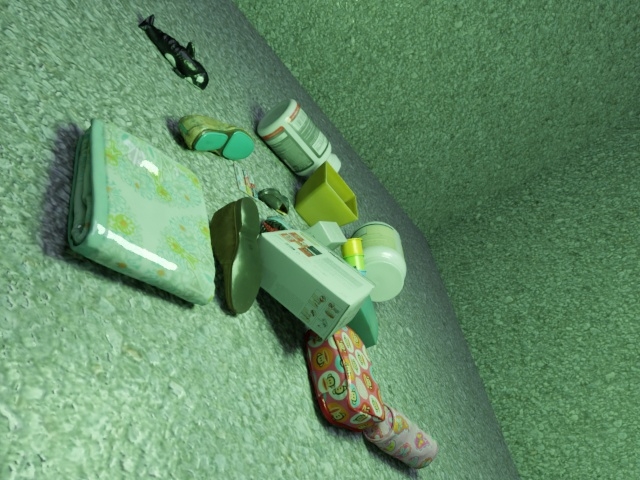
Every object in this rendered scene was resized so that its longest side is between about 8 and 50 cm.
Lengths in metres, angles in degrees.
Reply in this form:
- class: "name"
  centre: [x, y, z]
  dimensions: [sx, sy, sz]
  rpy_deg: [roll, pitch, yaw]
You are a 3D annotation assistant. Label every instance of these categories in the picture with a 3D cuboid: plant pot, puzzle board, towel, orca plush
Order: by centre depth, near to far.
- class: "towel"
  centre: [-0.370, -0.067, 1.015]
  dimensions: [0.321, 0.090, 0.374]
  rpy_deg: [34, 30, -46]
- class: "plant pot"
  centre: [0.089, 0.242, 1.541]
  dimensions: [0.234, 0.166, 0.165]
  rpy_deg: [61, 18, -13]
- class: "puzzle board"
  centre: [-0.255, -0.201, 1.607]
  dimensions: [0.096, 0.011, 0.128]
  rpy_deg: [35, 29, -48]
- class: "orca plush"
  centre: [-0.484, -0.671, 1.641]
  dimensions: [0.287, 0.102, 0.151]
  rpy_deg: [52, 20, -15]
- class: "plant pot"
  centre: [0.013, -0.161, 1.915]
  dimensions: [0.212, 0.187, 0.212]
  rpy_deg: [48, 22, -25]

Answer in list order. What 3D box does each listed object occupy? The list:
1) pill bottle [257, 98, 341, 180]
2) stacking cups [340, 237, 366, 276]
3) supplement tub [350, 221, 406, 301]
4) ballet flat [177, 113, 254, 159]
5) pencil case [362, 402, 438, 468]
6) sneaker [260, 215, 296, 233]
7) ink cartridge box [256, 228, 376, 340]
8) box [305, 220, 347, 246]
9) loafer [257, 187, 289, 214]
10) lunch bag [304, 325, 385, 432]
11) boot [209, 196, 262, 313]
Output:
- class: "pill bottle"
  centre: [-0.085, -0.414, 2.037]
  dimensions: [0.363, 0.210, 0.210]
  rpy_deg: [46, 23, -31]
- class: "stacking cups"
  centre: [0.145, 0.153, 1.791]
  dimensions: [0.096, 0.096, 0.315]
  rpy_deg: [12, 65, -63]
- class: "supplement tub"
  centre: [0.240, 0.086, 2.002]
  dimensions: [0.235, 0.236, 0.324]
  rpy_deg: [49, 21, -21]
- class: "ballet flat"
  centre: [-0.330, -0.338, 1.503]
  dimensions: [0.123, 0.123, 0.349]
  rpy_deg: [60, 20, 6]
- class: "pencil case"
  centre: [0.242, 0.597, 1.421]
  dimensions: [0.284, 0.124, 0.124]
  rpy_deg: [43, 24, -36]
- class: "sneaker"
  centre: [-0.082, 0.016, 1.549]
  dimensions: [0.261, 0.104, 0.125]
  rpy_deg: [53, 18, -13]
- class: "ink cartridge box"
  centre: [-0.023, 0.108, 1.339]
  dimensions: [0.310, 0.130, 0.272]
  rpy_deg: [38, 18, 15]
- class: "box"
  centre: [0.000, 0.000, 1.724]
  dimensions: [0.090, 0.130, 0.170]
  rpy_deg: [60, 19, 11]
- class: "loafer"
  centre: [-0.159, -0.139, 1.667]
  dimensions: [0.170, 0.062, 0.061]
  rpy_deg: [21, 46, -57]
- class: "lunch bag"
  centre: [0.082, 0.387, 1.346]
  dimensions: [0.258, 0.120, 0.293]
  rpy_deg: [39, 26, -43]
- class: "boot"
  centre: [-0.224, 0.043, 1.201]
  dimensions: [0.112, 0.115, 0.304]
  rpy_deg: [36, 47, -56]
